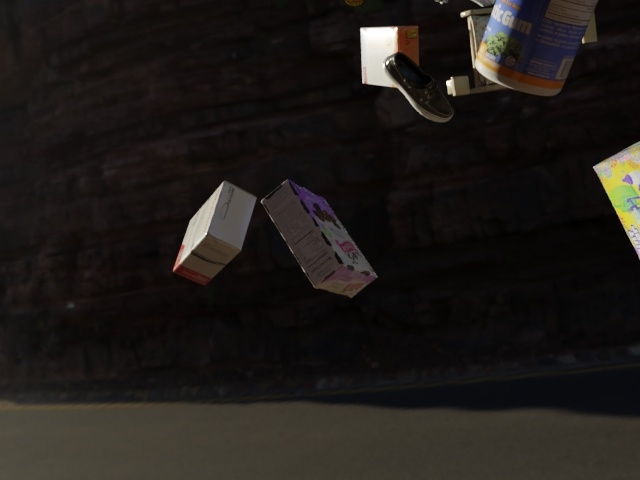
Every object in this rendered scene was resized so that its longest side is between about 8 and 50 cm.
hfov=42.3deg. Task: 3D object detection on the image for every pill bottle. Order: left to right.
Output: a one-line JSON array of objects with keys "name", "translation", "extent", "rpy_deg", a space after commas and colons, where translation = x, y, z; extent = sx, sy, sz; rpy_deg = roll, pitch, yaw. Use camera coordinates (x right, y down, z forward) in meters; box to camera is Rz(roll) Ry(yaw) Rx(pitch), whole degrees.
[{"name": "pill bottle", "translation": [0.358, -0.381, 1.309], "extent": [0.152, 0.272, 0.152], "rpy_deg": [12, 27, -6]}]

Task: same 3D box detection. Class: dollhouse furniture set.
[{"name": "dollhouse furniture set", "translation": [0.469, -0.519, 1.968], "extent": [0.355, 0.303, 0.173], "rpy_deg": [-14, 9, -32]}]

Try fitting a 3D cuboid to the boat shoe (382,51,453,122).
[{"name": "boat shoe", "translation": [0.258, -0.392, 2.094], "extent": [0.080, 0.228, 0.076], "rpy_deg": [-49, 8, -22]}]

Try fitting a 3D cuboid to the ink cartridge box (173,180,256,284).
[{"name": "ink cartridge box", "translation": [-0.310, -0.018, 2.418], "extent": [0.114, 0.197, 0.273], "rpy_deg": [25, -35, -18]}]

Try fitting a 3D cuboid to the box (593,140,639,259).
[{"name": "box", "translation": [0.740, -0.087, 1.595], "extent": [0.279, 0.290, 0.177], "rpy_deg": [-28, 1, -14]}]

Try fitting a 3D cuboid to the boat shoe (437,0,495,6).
[{"name": "boat shoe", "translation": [0.235, -0.505, 1.615], "extent": [0.227, 0.081, 0.079], "rpy_deg": [35, 12, 13]}]

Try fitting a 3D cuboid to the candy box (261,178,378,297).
[{"name": "candy box", "translation": [0.000, 0.000, 1.498], "extent": [0.070, 0.196, 0.165], "rpy_deg": [-39, -23, 14]}]

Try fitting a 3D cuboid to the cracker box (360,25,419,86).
[{"name": "cracker box", "translation": [0.186, -0.500, 2.238], "extent": [0.067, 0.156, 0.232], "rpy_deg": [-9, 17, -21]}]

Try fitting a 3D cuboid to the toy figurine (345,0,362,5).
[{"name": "toy figurine", "translation": [0.125, -0.644, 1.873], "extent": [0.213, 0.148, 0.209], "rpy_deg": [2, -29, 23]}]
